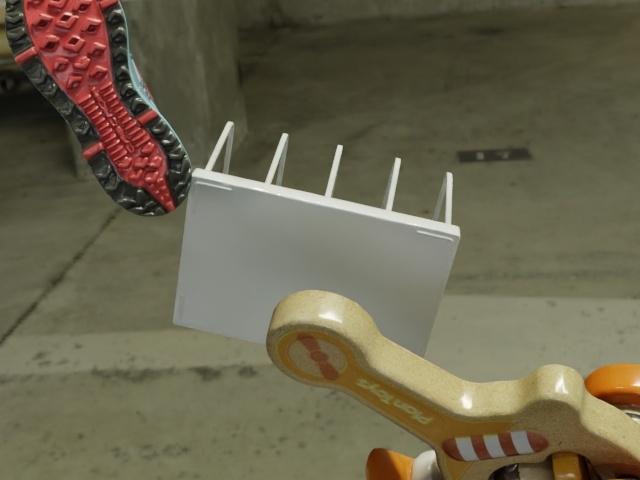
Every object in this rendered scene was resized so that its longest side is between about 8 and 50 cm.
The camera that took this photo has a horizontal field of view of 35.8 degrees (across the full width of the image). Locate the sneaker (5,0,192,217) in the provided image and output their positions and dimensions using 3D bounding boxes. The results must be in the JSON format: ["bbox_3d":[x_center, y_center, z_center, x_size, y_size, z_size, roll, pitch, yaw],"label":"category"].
[{"bbox_3d":[-0.214,-0.142,0.926,0.104,0.262,0.125,-25,12,-11],"label":"sneaker"}]

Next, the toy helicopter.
[{"bbox_3d":[0.105,0.151,0.797,0.355,0.235,0.140,32,47,-14],"label":"toy helicopter"}]

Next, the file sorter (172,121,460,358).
[{"bbox_3d":[0.000,0.000,1.110,0.278,0.193,0.173,13,33,2],"label":"file sorter"}]
